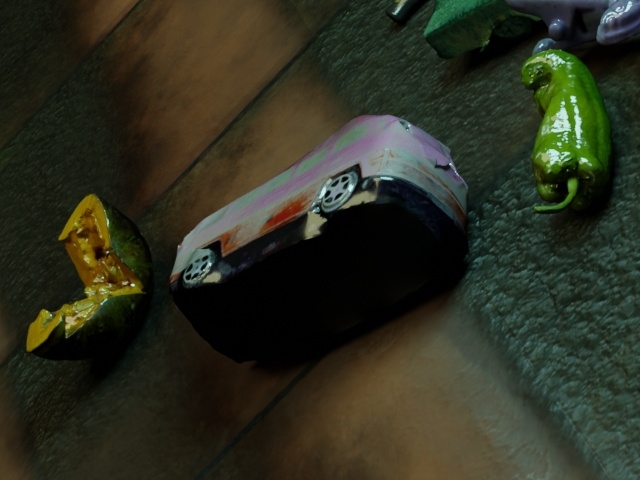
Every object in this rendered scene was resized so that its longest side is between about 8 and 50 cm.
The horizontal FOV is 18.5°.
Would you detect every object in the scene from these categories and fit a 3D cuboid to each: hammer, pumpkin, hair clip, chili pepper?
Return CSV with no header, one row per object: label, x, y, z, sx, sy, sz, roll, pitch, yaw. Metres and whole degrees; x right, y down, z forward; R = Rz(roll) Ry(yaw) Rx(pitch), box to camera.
hammer,0.145,-0.301,2.052,0.201,0.021,0.078,-42,29,14
pumpkin,-0.236,0.054,2.097,0.119,0.107,0.183,-14,52,59
hair clip,0.262,-0.201,1.676,0.137,0.090,0.278,-43,23,-31
chili pepper,0.207,-0.074,1.644,0.073,0.072,0.204,-1,46,2

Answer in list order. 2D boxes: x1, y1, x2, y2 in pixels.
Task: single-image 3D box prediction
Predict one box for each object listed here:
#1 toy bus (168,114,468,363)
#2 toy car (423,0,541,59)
toy bus,0.000,0.000,1.793,0.302,0.127,0.147,-30,31,34
toy car,0.226,-0.283,1.831,0.320,0.097,0.141,-25,38,40
